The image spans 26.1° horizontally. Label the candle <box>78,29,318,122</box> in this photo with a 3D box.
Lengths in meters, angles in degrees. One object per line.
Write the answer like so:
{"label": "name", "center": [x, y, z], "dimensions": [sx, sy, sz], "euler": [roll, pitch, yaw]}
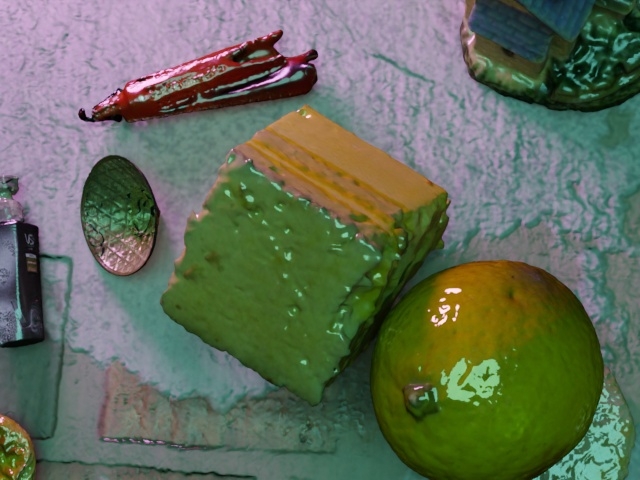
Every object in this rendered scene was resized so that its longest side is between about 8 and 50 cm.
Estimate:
{"label": "candle", "center": [-0.148, -0.184, 1.675], "dimensions": [0.301, 0.059, 0.084], "euler": [-15, 70, 2]}

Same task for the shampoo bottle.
{"label": "shampoo bottle", "center": [-0.372, 0.023, 1.659], "dimensions": [0.063, 0.057, 0.208], "euler": [-10, 78, 10]}

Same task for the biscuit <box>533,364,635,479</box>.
{"label": "biscuit", "center": [0.253, 0.222, 1.586], "dimensions": [0.220, 0.033, 0.220], "euler": [-1, 79, 6]}

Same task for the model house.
{"label": "model house", "center": [0.310, -0.325, 1.559], "dimensions": [0.261, 0.266, 0.321], "euler": [26, 84, 12]}

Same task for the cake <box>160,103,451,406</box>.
{"label": "cake", "center": [0.000, 0.000, 1.540], "dimensions": [0.227, 0.286, 0.222], "euler": [33, 119, 9]}

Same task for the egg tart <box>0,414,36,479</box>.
{"label": "egg tart", "center": [-0.394, 0.267, 1.622], "dimensions": [0.130, 0.052, 0.130], "euler": [0, 81, 3]}

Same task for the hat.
{"label": "hat", "center": [-0.219, -0.033, 1.657], "dimensions": [0.146, 0.067, 0.146], "euler": [8, 101, 44]}

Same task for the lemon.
{"label": "lemon", "center": [0.176, 0.142, 1.466], "dimensions": [0.267, 0.267, 0.267], "euler": [-1, 81, 5]}
